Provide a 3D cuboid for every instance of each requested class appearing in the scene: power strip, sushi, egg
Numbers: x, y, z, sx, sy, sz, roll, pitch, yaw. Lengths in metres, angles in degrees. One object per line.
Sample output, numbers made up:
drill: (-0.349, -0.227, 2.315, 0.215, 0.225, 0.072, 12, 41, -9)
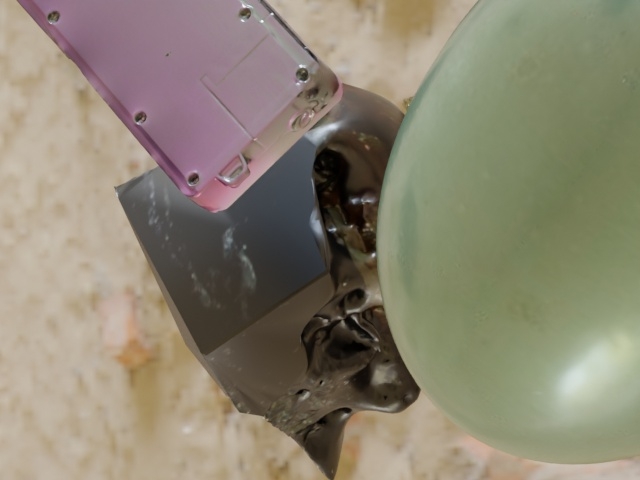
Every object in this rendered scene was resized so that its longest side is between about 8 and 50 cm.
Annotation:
power strip: (-0.104, -0.138, 1.072, 0.109, 0.037, 0.279, -44, 64, 5)
sushi: (0.000, -0.001, 1.274, 0.212, 0.227, 0.215, -35, 54, 3)
egg: (0.113, -0.023, 0.672, 0.168, 0.168, 0.230, 47, 120, 42)

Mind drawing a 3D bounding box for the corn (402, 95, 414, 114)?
corn: (0.235, -0.083, 1.561, 0.345, 0.131, 0.131, -3, 88, 12)
